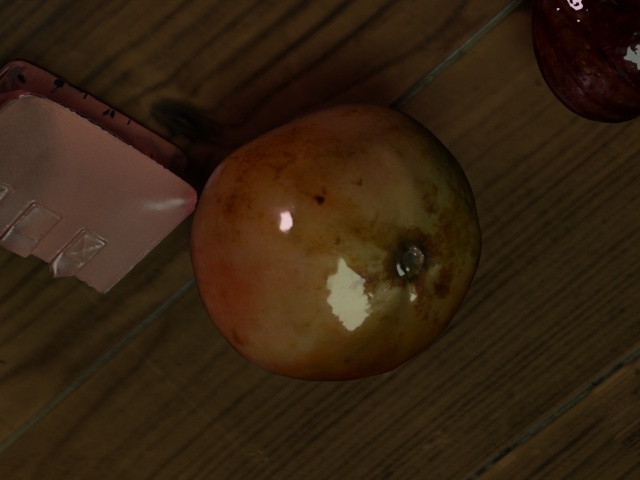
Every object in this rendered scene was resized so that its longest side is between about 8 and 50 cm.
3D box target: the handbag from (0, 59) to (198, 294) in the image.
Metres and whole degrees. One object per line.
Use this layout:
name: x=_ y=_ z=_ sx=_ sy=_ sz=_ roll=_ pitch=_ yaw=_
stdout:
handbag: x=-0.228 y=-0.050 z=1.455 sx=0.212 sy=0.059 sz=0.157 roll=31 pitch=114 yaw=-38

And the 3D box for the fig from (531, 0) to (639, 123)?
fig: x=0.250 y=-0.188 z=1.442 sx=0.149 sy=0.148 sz=0.202 roll=-4 pitch=159 yaw=31

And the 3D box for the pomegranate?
pomegranate: x=0.000 y=0.000 z=1.478 sx=0.252 sy=0.270 sz=0.229 roll=-37 pitch=115 yaw=-31
